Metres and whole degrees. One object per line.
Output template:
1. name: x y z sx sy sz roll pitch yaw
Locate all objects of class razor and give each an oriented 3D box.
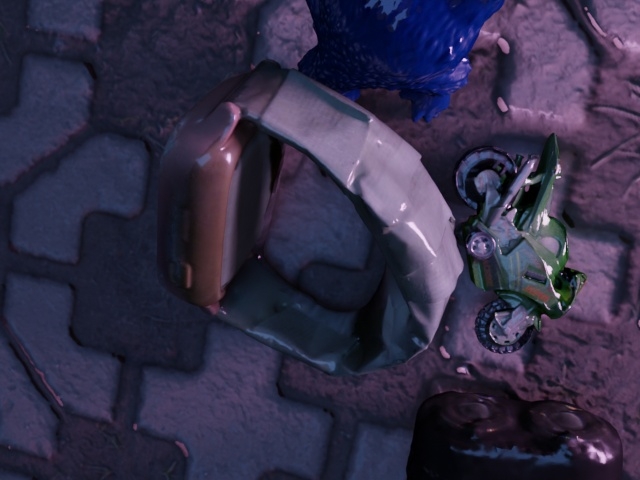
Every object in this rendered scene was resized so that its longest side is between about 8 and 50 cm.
1. razor: 0.166 0.304 0.675 0.189 0.107 0.326 7 103 10

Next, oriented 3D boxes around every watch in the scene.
1. watch: 0.000 0.000 0.614 0.241 0.161 0.253 20 132 9

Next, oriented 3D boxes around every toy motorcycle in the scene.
1. toy motorcycle: 0.178 0.006 0.639 0.106 0.074 0.190 -9 97 4

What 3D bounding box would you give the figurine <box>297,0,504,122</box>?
1. figurine: 0.045 -0.164 0.550 0.164 0.262 0.120 32 66 1
